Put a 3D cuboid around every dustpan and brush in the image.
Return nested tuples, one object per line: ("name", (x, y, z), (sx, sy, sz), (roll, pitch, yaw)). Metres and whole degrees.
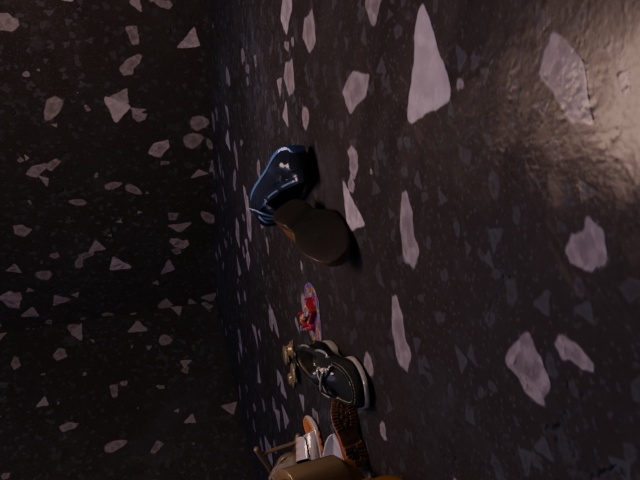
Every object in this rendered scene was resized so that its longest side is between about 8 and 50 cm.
("dustpan and brush", (0.028, 0.618, 1.441), (0.147, 0.060, 0.211), (-128, 34, -59))

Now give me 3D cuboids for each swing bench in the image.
("swing bench", (-0.089, 0.787, 1.743), (0.253, 0.165, 0.254), (-128, 29, -59))

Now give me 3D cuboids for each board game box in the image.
("board game box", (-0.035, 0.198, 1.516), (0.133, 0.033, 0.168), (-158, 62, -71))

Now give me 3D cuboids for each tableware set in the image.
("tableware set", (-0.096, 0.398, 1.835), (0.168, 0.020, 0.141), (117, 144, -65))

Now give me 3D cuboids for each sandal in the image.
("sandal", (-0.027, 0.623, 1.598), (0.102, 0.076, 0.265), (105, 152, -52))

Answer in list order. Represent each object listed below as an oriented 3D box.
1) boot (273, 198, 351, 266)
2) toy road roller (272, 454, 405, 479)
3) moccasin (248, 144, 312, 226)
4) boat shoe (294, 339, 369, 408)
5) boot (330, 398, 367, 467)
("boot", (0.000, 0.000, 1.260), (0.115, 0.112, 0.305), (56, 172, -29))
("toy road roller", (0.054, 0.503, 1.047), (0.329, 0.203, 0.240), (44, 126, 46))
("moccasin", (-0.106, -0.106, 1.447), (0.342, 0.138, 0.116), (115, 139, -63))
("boat shoe", (0.020, 0.301, 1.271), (0.302, 0.091, 0.114), (-174, 80, -72))
("boot", (0.055, 0.430, 1.280), (0.084, 0.059, 0.157), (108, 149, -65))
